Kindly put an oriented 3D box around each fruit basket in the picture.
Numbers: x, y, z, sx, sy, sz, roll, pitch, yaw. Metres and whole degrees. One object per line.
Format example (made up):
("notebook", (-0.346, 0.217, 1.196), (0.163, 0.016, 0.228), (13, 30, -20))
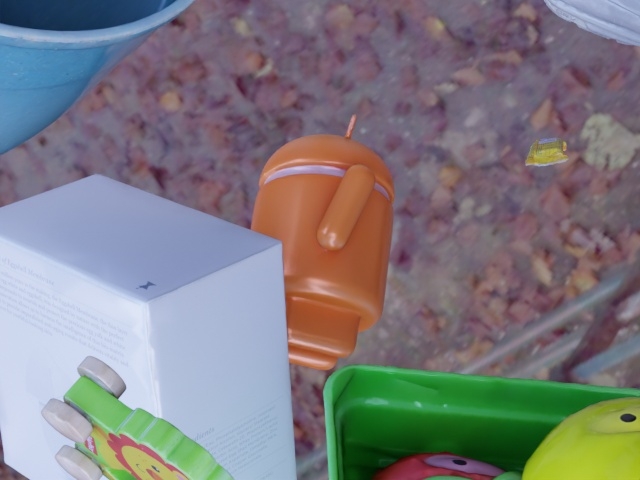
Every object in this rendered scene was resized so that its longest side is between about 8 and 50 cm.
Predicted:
("fruit basket", (0.188, 0.189, 0.852), (0.392, 0.283, 0.392), (-1, 134, -1))

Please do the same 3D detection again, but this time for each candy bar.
("candy bar", (0.227, -0.088, 1.287), (0.040, 0.161, 0.018), (-7, 97, 12))

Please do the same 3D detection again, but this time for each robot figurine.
("robot figurine", (0.001, -0.001, 1.135), (0.128, 0.219, 0.158), (-2, 154, 19))

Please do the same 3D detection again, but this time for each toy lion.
("toy lion", (-0.074, 0.099, 0.569), (0.096, 0.034, 0.100), (33, 154, 11))

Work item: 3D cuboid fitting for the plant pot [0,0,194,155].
("plant pot", (-0.226, -0.147, 0.663), (0.271, 0.272, 0.255), (50, 134, -1))

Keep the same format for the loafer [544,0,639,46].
("loafer", (0.340, -0.196, 1.060), (0.319, 0.112, 0.111), (18, 148, 3))

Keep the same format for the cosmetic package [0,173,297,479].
("cosmetic package", (-0.145, 0.091, 0.999), (0.224, 0.138, 0.224), (20, 124, 40))
